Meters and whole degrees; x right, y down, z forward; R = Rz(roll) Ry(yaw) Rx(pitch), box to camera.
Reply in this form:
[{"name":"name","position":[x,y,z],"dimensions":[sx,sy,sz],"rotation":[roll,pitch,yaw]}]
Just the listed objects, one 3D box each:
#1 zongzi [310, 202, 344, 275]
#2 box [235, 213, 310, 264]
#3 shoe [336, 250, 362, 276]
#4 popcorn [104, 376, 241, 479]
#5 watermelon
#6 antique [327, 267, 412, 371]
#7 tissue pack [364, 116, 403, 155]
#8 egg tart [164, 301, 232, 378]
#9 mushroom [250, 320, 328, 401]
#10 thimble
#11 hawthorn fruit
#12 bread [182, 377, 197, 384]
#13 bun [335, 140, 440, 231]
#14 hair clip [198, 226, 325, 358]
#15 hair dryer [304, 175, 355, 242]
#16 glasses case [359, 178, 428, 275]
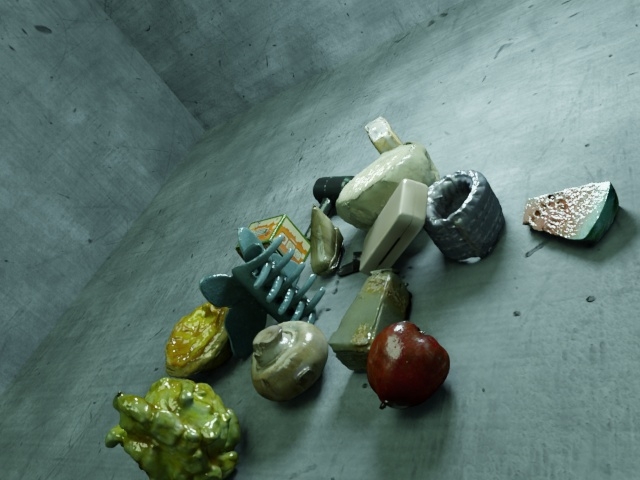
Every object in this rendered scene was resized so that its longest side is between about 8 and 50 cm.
[{"name":"zongzi","position":[0.000,0.000,1.854],"dimensions":[0.099,0.197,0.195],"rotation":[-11,41,25]},{"name":"box","position":[-0.172,0.027,2.033],"dimensions":[0.194,0.177,0.148],"rotation":[-10,41,42]},{"name":"shoe","position":[0.111,0.067,1.782],"dimensions":[0.159,0.053,0.062],"rotation":[-27,27,27]},{"name":"popcorn","position":[-0.365,0.494,1.444],"dimensions":[0.274,0.335,0.279],"rotation":[-40,-5,30]},{"name":"watermelon","position":[0.598,-0.061,1.375],"dimensions":[0.241,0.094,0.154],"rotation":[11,66,56]},{"name":"antique","position":[0.152,0.201,1.460],"dimensions":[0.150,0.125,0.284],"rotation":[-10,40,42]},{"name":"tissue pack","position":[0.256,-0.324,1.990],"dimensions":[0.090,0.222,0.186],"rotation":[-35,29,13]},{"name":"egg tart","position":[-0.383,0.339,1.885],"dimensions":[0.341,0.132,0.341],"rotation":[-28,30,18]},{"name":"mushroom","position":[-0.090,0.322,1.521],"dimensions":[0.254,0.184,0.255],"rotation":[-28,17,9]},{"name":"thimble","position":[0.391,-0.067,1.524],"dimensions":[0.205,0.172,0.236],"rotation":[-26,29,28]},{"name":"hawthorn fruit","position":[0.188,0.293,1.253],"dimensions":[0.185,0.185,0.202],"rotation":[15,73,56]},{"name":"bread","position":[-0.400,0.527,1.697],"dimensions":[0.139,0.077,0.271],"rotation":[-48,32,-9]},{"name":"bun","position":[0.231,-0.150,1.785],"dimensions":[0.359,0.211,0.360],"rotation":[-36,14,11]},{"name":"hair clip","position":[-0.160,0.142,1.726],"dimensions":[0.238,0.318,0.392],"rotation":[-1,45,45]},{"name":"hair dryer","position":[0.046,-0.110,2.079],"dimensions":[0.244,0.116,0.303],"rotation":[5,62,52]},{"name":"glasses case","position":[0.203,-0.025,1.575],"dimensions":[0.336,0.076,0.144],"rotation":[118,168,-58]}]
